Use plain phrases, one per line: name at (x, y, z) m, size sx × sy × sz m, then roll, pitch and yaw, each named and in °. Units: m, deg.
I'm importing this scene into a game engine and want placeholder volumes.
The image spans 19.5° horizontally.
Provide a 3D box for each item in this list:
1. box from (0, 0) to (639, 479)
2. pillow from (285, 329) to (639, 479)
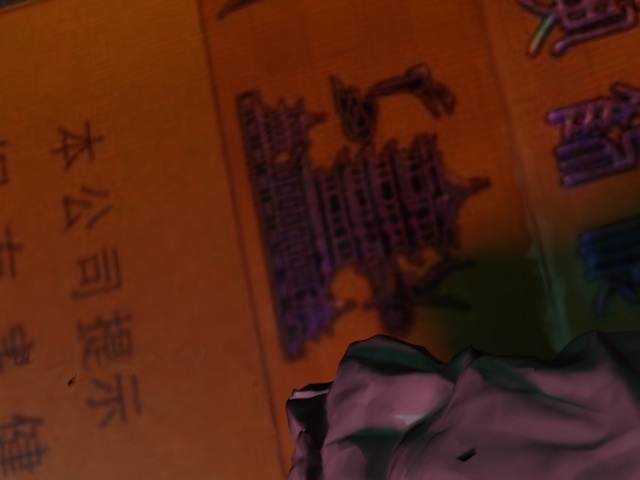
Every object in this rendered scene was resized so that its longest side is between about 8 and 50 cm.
box at (0.000, 0.009, 0.478) m, size 0.301 × 0.084 × 0.193 m, roll -15°, pitch 69°, yaw 10°
pillow at (0.118, 0.132, 0.280) m, size 0.283 × 0.138 × 0.310 m, roll -2°, pitch 51°, yaw 12°
